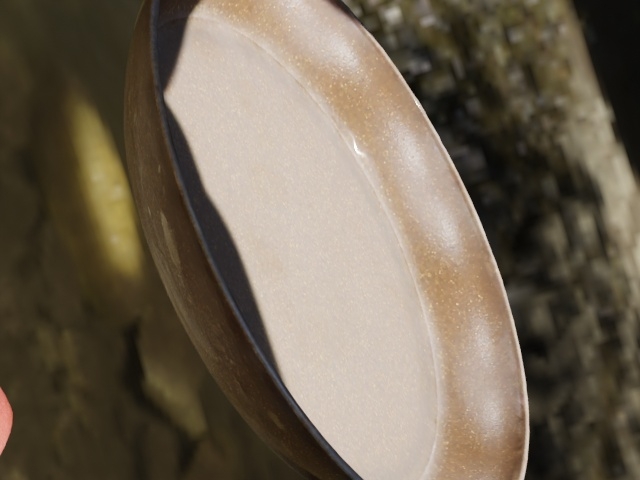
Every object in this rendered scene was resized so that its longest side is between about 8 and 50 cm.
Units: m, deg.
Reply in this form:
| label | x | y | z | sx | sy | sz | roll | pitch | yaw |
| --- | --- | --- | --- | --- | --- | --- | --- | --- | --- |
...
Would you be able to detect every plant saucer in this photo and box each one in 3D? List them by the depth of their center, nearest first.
| label | x | y | z | sx | sy | sz | roll | pitch | yaw |
| --- | --- | --- | --- | --- | --- | --- | --- | --- | --- |
| plant saucer | 0.000 | 0.000 | 0.935 | 0.310 | 0.050 | 0.310 | 47 | 29 | -36 |

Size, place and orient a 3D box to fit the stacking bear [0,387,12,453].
| label | x | y | z | sx | sy | sz | roll | pitch | yaw |
| --- | --- | --- | --- | --- | --- | --- | --- | --- | --- |
| stacking bear | -0.239 | -0.018 | 0.643 | 0.164 | 0.175 | 0.289 | -80 | 154 | -67 |
